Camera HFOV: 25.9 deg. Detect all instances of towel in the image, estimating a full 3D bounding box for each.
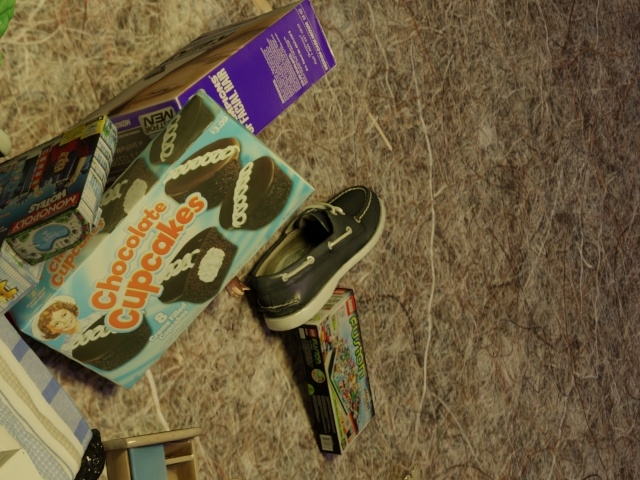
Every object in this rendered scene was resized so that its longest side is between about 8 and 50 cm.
[{"bbox_3d":[-0.305,0.160,1.360,0.209,0.034,0.285,53,6,-9],"label":"towel"}]

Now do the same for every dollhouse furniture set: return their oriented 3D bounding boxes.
[{"bbox_3d":[-0.056,0.307,1.610,0.286,0.303,0.198,0,81,-55],"label":"dollhouse furniture set"}]

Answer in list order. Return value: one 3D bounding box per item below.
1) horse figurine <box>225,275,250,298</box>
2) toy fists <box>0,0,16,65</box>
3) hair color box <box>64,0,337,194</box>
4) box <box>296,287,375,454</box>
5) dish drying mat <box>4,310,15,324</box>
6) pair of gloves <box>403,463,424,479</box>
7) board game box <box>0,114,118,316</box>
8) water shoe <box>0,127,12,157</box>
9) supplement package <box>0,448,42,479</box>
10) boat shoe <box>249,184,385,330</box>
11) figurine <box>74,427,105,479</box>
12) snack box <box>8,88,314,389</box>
[{"bbox_3d":[-0.184,0.016,1.680,0.263,0.066,0.175,1,106,-53],"label":"horse figurine"},{"bbox_3d":[-0.384,-0.224,1.416,0.142,0.096,0.279,40,28,-31],"label":"toy fists"},{"bbox_3d":[-0.141,-0.180,1.740,0.339,0.185,0.110,-49,120,-50],"label":"hair color box"},{"bbox_3d":[0.023,0.183,1.953,0.114,0.036,0.207,-43,129,-51],"label":"box"},{"bbox_3d":[-0.363,0.081,1.500,0.083,0.008,0.032,-7,83,-54],"label":"dish drying mat"},{"bbox_3d":[0.144,0.480,2.073,0.204,0.042,0.240,56,41,-29],"label":"pair of gloves"},{"bbox_3d":[-0.296,-0.015,1.428,0.060,0.194,0.194,49,32,-35],"label":"board game box"},{"bbox_3d":[-0.416,-0.110,1.444,0.203,0.073,0.080,25,81,-44],"label":"water shoe"},{"bbox_3d":[-0.359,0.325,1.204,0.199,0.262,0.198,-46,117,-50],"label":"supplement package"},{"bbox_3d":[0.000,0.000,1.951,0.091,0.114,0.302,65,35,-27],"label":"boat shoe"},{"bbox_3d":[-0.309,0.269,1.464,0.215,0.092,0.210,33,46,-46],"label":"figurine"},{"bbox_3d":[-0.176,0.006,1.556,0.187,0.322,0.060,38,6,-47],"label":"snack box"}]
